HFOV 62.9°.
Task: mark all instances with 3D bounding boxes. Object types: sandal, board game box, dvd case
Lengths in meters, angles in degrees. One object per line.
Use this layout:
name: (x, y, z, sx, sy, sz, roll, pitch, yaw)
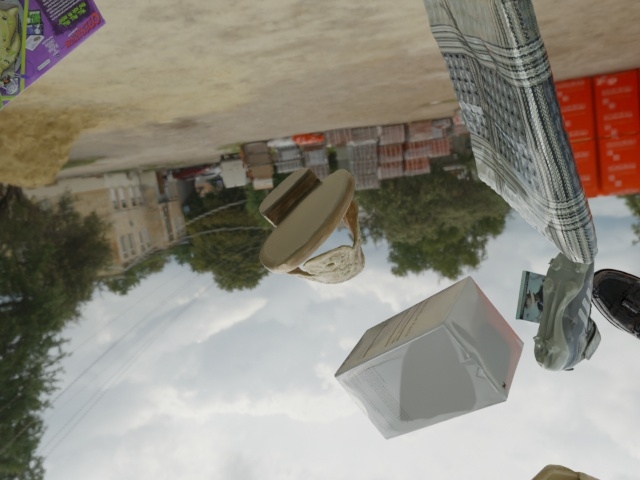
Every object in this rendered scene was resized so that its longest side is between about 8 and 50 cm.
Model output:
sandal: (0.005, -0.005, 0.426, 0.088, 0.079, 0.240, -44, -164, 2)
board game box: (-0.532, -0.378, 0.885, 0.056, 0.208, 0.346, 4, -131, 28)
dvd case: (0.398, 0.106, 0.913, 0.120, 0.087, 0.013, 14, 173, -16)

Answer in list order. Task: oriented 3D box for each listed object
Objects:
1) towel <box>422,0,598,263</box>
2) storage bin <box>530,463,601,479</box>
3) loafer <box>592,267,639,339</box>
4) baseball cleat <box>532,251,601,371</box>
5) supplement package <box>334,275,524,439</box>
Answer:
towel: (0.206, -0.166, 0.633, 0.056, 0.312, 0.324, -26, -151, 10)
storage bin: (0.369, 0.521, 0.766, 0.123, 0.260, 0.262, 29, -163, -24)
loafer: (0.640, 0.162, 0.971, 0.109, 0.303, 0.095, -50, 175, 8)
baseball cleat: (0.393, 0.104, 0.814, 0.110, 0.205, 0.072, 7, -166, -25)
supplement package: (0.208, 0.233, 1.019, 0.293, 0.177, 0.175, -36, -177, 39)
